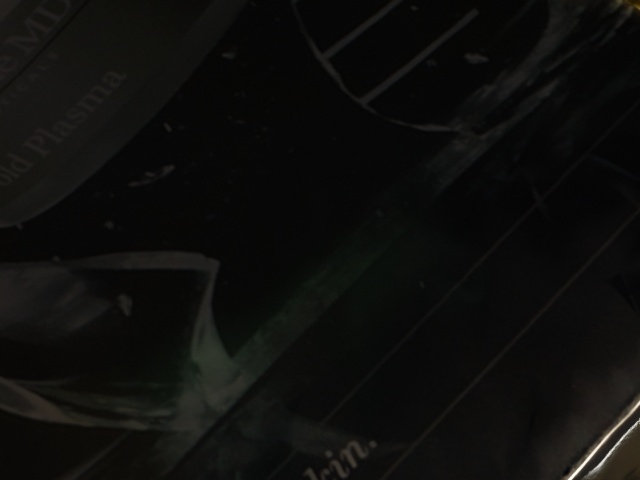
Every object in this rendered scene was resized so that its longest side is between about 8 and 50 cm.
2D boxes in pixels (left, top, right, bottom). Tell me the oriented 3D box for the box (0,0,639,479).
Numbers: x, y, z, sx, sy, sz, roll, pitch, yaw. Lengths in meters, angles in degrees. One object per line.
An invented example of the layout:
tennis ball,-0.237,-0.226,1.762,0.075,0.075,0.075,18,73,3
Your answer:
box,-0.111,0.077,0.754,0.480,0.472,0.297,-45,149,-14
